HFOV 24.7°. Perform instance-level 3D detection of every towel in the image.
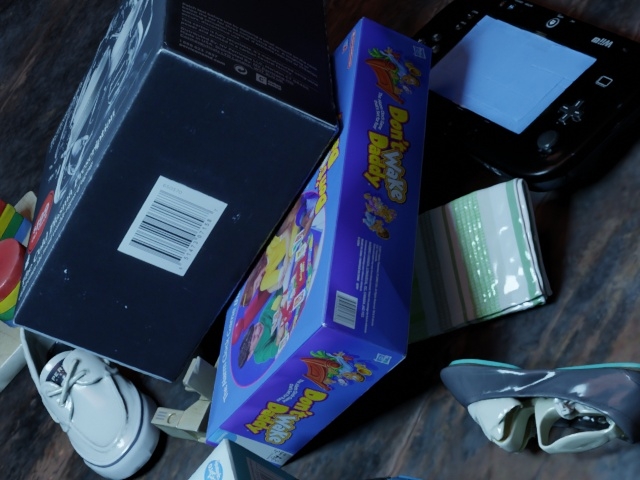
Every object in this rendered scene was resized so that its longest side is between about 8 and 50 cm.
[{"bbox_3d":[0.126,0.020,1.275,0.152,0.023,0.113,-22,68,36],"label":"towel"}]

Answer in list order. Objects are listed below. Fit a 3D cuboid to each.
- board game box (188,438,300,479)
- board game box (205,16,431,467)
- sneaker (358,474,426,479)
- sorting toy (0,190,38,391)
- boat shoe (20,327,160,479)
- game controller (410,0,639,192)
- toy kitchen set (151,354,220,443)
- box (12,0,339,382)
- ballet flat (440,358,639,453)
[{"bbox_3d":[-0.124,0.335,0.985,0.336,0.079,0.254,-49,24,13],"label":"board game box"},{"bbox_3d":[0.000,0.000,1.336,0.233,0.078,0.347,-47,28,47],"label":"board game box"},{"bbox_3d":[-0.039,0.295,1.180,0.341,0.125,0.139,-30,67,21],"label":"sneaker"},{"bbox_3d":[-0.423,0.069,1.787,0.255,0.089,0.257,-47,35,3],"label":"sorting toy"},{"bbox_3d":[-0.250,0.152,1.528,0.096,0.088,0.267,-46,35,4],"label":"boat shoe"},{"bbox_3d":[0.176,-0.149,1.367,0.166,0.067,0.319,-51,36,-2],"label":"game controller"},{"bbox_3d":[-0.125,0.144,1.420,0.075,0.068,0.083,0,58,47],"label":"toy kitchen set"},{"bbox_3d":[-0.145,-0.100,1.446,0.343,0.179,0.312,-56,21,30],"label":"box"},{"bbox_3d":[0.167,0.129,1.124,0.203,0.074,0.074,-3,56,43],"label":"ballet flat"}]
